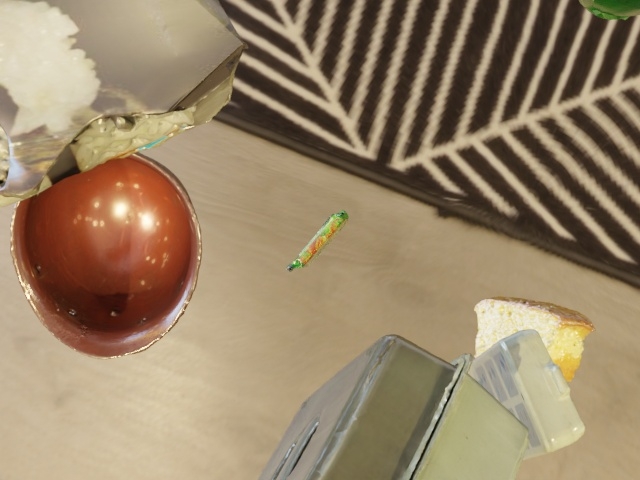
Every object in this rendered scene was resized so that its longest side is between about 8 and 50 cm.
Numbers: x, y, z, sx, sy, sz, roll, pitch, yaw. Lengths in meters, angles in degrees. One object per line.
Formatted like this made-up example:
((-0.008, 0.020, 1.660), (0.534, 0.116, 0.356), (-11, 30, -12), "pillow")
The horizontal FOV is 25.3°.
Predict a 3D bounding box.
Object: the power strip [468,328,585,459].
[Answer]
((0.202, 0.163, 1.458), (0.046, 0.270, 0.118), (-25, 81, -8), "power strip")

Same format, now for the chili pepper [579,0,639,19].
((0.265, -0.246, 0.860), (0.233, 0.248, 0.257), (30, 131, -11), "chili pepper")

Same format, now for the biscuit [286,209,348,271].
((0.000, 0.000, 1.535), (0.016, 0.046, 0.089), (42, 100, 7), "biscuit")

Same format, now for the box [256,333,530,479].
((0.039, 0.233, 1.224), (0.166, 0.290, 0.220), (39, 137, -7), "box")

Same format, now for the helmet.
((-0.164, 0.001, 1.165), (0.155, 0.106, 0.175), (-2, 103, 6), "helmet")

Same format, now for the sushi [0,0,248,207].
((-0.180, -0.078, 0.908), (0.273, 0.109, 0.134), (-39, 79, 3), "sushi")

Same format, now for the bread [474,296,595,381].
((0.271, 0.127, 1.853), (0.065, 0.187, 0.103), (7, 95, -36), "bread")
